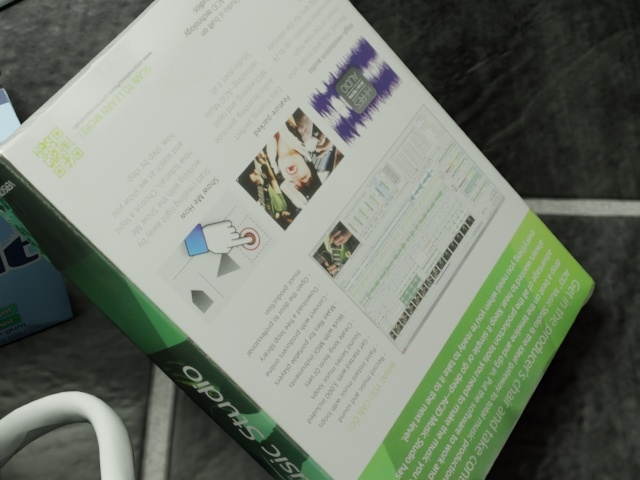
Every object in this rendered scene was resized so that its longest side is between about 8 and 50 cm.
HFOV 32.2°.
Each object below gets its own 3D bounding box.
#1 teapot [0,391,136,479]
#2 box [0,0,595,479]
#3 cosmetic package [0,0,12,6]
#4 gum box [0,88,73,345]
[{"bbox_3d":[-0.178,0.216,0.490,0.187,0.252,0.256,1,6,38],"label":"teapot"},{"bbox_3d":[0.000,0.000,0.632,0.322,0.058,0.232,46,58,-13],"label":"box"},{"bbox_3d":[-0.376,-0.280,0.901,0.377,0.097,0.284,-36,60,-25],"label":"cosmetic package"},{"bbox_3d":[-0.234,0.011,0.638,0.157,0.184,0.041,-21,58,-18],"label":"gum box"}]
